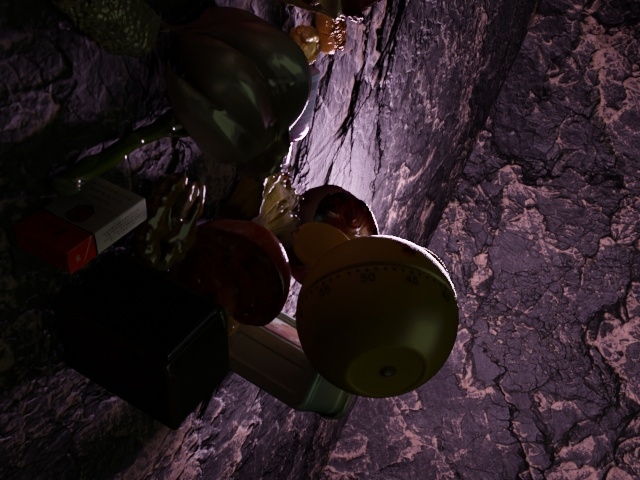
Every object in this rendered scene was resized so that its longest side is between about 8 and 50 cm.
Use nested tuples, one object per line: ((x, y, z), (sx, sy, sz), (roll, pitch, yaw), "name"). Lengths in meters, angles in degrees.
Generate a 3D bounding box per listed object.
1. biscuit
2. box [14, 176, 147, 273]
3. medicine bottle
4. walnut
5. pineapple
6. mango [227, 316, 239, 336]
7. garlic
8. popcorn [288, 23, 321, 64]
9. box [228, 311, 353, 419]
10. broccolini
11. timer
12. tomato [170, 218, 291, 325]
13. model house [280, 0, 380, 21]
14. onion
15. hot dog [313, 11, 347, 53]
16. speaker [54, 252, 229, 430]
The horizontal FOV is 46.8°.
((-0.272, -0.295, 0.942), (0.168, 0.070, 0.082), (45, 62, -66), "biscuit")
((-0.334, -0.026, 1.041), (0.152, 0.100, 0.048), (-44, 148, -45), "box")
((-0.081, -0.241, 1.387), (0.094, 0.119, 0.188), (-37, 145, -58), "medicine bottle")
((-0.260, -0.034, 1.256), (0.170, 0.069, 0.143), (-66, 158, -2), "walnut")
((-0.128, -0.066, 1.518), (0.186, 0.115, 0.236), (-52, 146, -31), "pineapple")
((-0.202, 0.121, 1.534), (0.195, 0.098, 0.137), (-61, 156, -25), "mango")
((-0.134, -0.249, 1.166), (0.237, 0.210, 0.291), (-33, 124, -18), "garlic")
((-0.033, -0.380, 1.443), (0.083, 0.057, 0.082), (-47, 146, -33), "popcorn")
((-0.080, 0.287, 1.733), (0.182, 0.312, 0.175), (18, 96, -61), "box")
((-0.245, -0.149, 1.151), (0.392, 0.074, 0.078), (-45, 145, -46), "broccolini")
((0.117, 0.130, 1.573), (0.386, 0.376, 0.376), (-93, -175, -46), "timer")
((-0.155, 0.047, 1.391), (0.139, 0.233, 0.200), (-57, 158, -58), "tomato")
((0.004, -0.470, 1.242), (0.254, 0.196, 0.160), (-46, 152, -38), "model house")
((0.000, 0.000, 1.797), (0.272, 0.195, 0.271), (0, 90, -37), "onion")
((0.022, -0.450, 1.500), (0.072, 0.055, 0.188), (-58, 157, -24), "hot dog")
((-0.280, 0.160, 1.190), (0.153, 0.231, 0.192), (-46, 152, -42), "speaker")
